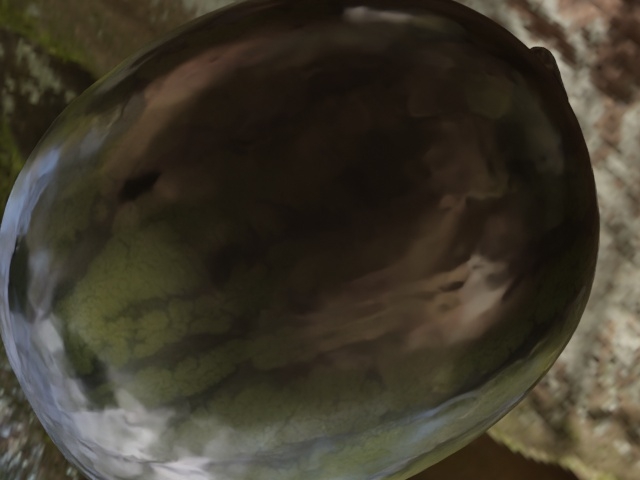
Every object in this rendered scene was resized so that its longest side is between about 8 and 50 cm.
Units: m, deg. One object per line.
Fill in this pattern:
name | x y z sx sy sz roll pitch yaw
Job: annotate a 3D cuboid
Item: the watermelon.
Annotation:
watermelon | 0.000 0.000 0.916 0.359 0.279 0.279 -22 -109 -25
